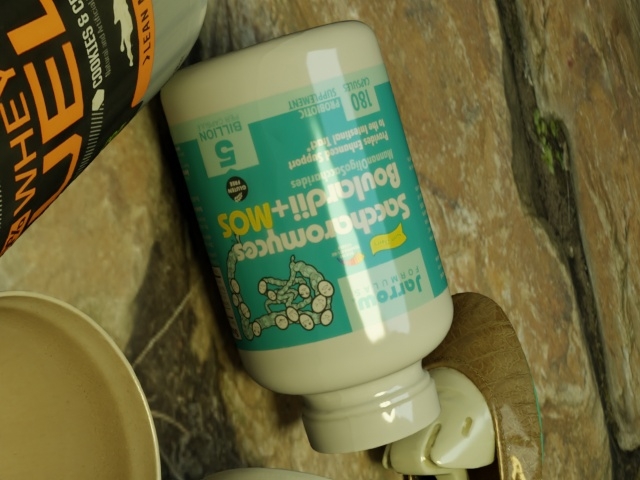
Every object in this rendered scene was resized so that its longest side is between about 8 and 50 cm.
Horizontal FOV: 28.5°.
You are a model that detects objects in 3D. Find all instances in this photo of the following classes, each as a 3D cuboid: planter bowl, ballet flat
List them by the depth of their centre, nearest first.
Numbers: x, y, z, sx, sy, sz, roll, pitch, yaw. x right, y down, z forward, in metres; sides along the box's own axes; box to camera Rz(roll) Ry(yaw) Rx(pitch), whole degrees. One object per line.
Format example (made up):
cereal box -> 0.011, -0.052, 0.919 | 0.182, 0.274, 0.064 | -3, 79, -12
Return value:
planter bowl -> -0.167, 0.110, 0.576 | 0.162, 0.109, 0.162 | 21, 63, -51
ballet flat -> 0.102, 0.207, 0.954 | 0.124, 0.116, 0.342 | 5, 80, -47

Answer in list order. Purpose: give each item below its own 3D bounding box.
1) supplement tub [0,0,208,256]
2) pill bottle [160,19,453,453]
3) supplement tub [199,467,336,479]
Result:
supplement tub -> -0.193, -0.069, 0.520 | 0.193, 0.194, 0.316 | 61, 38, -24
pill bottle -> 0.000, 0.000, 0.823 | 0.146, 0.146, 0.264 | -27, 102, -55
supplement tub -> -0.038, 0.275, 0.639 | 0.191, 0.191, 0.272 | 52, 42, -33
